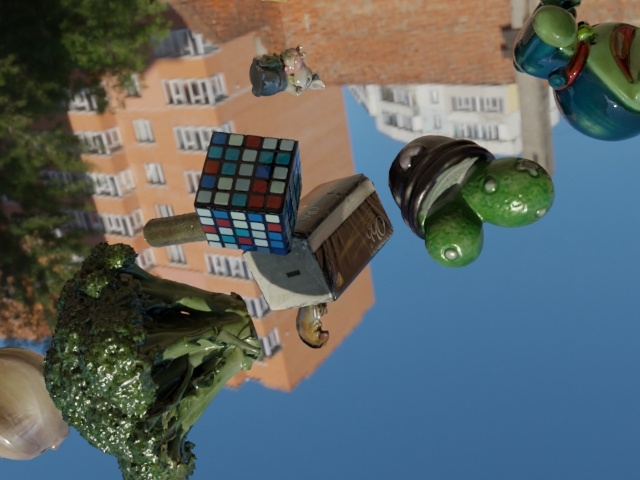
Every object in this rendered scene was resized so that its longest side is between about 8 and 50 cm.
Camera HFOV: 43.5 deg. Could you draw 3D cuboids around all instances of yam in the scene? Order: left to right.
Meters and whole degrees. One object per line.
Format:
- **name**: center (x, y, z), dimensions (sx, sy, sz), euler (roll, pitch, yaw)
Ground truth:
- **yam**: center (-0.376, -0.034, 2.262), dimensions (0.259, 0.093, 0.093), euler (-7, -158, 33)

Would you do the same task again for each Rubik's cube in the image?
- **Rubik's cube**: center (-0.142, -0.094, 1.647), dimensions (0.182, 0.184, 0.187), euler (6, -120, 5)

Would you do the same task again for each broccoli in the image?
- **broccoli**: center (-0.221, 0.162, 1.073), dimensions (0.283, 0.321, 0.304), euler (-17, -135, -12)

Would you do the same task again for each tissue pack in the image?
- **tissue pack**: center (0.000, 0.000, 1.936), dimensions (0.209, 0.198, 0.370), euler (-10, -159, 34)

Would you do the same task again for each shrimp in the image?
- **shrimp**: center (-0.001, 0.193, 2.202), dimensions (0.117, 0.262, 0.066), euler (33, -134, 13)

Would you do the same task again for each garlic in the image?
- **garlic**: center (-0.568, 0.311, 1.479), dimensions (0.217, 0.228, 0.110), euler (-53, -169, 4)

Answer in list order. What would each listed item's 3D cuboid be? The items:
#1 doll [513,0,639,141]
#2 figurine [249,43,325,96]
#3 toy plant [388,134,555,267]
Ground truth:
- **doll**: center (0.454, -0.285, 1.330), dimensions (0.186, 0.321, 0.199), euler (-43, -162, 54)
- **figurine**: center (-0.051, -0.310, 1.490), dimensions (0.146, 0.081, 0.098), euler (-11, 165, -22)
- **toy plant**: center (0.228, -0.070, 1.268), dimensions (0.218, 0.175, 0.235), euler (-44, -128, -1)
